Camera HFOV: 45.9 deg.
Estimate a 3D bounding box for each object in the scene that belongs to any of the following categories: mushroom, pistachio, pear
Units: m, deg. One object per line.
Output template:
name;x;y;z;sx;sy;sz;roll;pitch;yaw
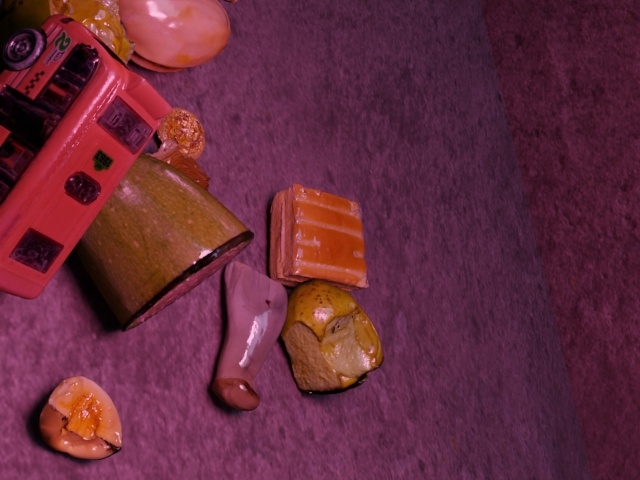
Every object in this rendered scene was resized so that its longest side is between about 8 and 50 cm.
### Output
mushroom;-0.165;0.209;1.637;0.159;0.122;0.328;14;55;-4
pistachio;-0.345;-0.480;1.633;0.309;0.230;0.229;6;69;-45
pear;0.033;0.201;1.784;0.238;0.164;0.255;-31;107;-49

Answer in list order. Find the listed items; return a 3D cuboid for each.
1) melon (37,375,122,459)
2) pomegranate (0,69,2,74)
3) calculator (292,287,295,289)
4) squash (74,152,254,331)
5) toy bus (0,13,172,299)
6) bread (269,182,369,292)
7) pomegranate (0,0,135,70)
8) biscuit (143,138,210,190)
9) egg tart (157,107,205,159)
melon;-0.422;0.309;1.319;0.160;0.079;0.128;43;28;-27
pomegranate;-0.625;-0.325;1.370;0.073;0.073;0.084;-39;111;-49
calculator;-0.019;0.055;1.919;0.191;0.034;0.126;-14;86;-49
squash;-0.335;-0.036;1.441;0.308;0.310;0.310;53;40;3
toy bus;-0.446;-0.133;1.213;0.426;0.233;0.203;-57;156;-7
bread;0.000;0.000;1.856;0.246;0.111;0.239;15;66;-38
pomegranate;-0.474;-0.357;1.442;0.340;0.261;0.260;75;28;-42
biscuit;-0.299;-0.135;1.621;0.228;0.031;0.176;-37;128;-62
egg tart;-0.319;-0.236;1.695;0.129;0.049;0.128;16;65;-39
